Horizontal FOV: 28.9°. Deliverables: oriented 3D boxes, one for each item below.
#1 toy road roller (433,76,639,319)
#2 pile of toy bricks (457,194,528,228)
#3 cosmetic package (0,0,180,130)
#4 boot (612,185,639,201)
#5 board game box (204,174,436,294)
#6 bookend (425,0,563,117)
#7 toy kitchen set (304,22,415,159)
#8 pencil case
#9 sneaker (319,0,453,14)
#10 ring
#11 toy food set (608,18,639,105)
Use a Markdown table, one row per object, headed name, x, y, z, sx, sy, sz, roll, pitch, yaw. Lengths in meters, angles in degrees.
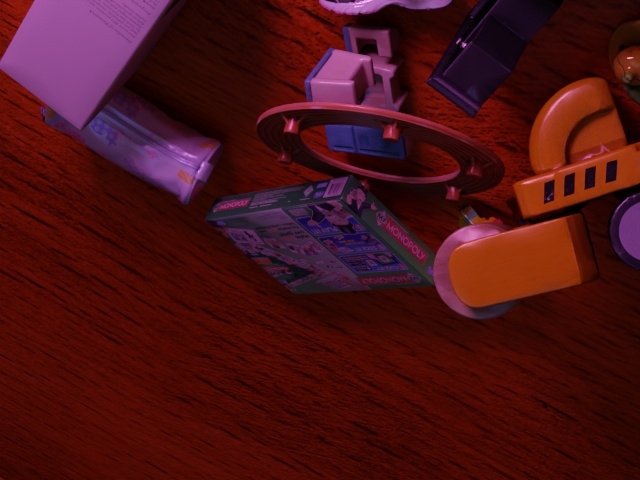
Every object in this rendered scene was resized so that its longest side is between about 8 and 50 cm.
| name | x | y | z | sx | sy | sz | roll | pitch | yaw |
| --- | --- | --- | --- | --- | --- | --- | --- | --- | --- |
| toy road roller | 0.286 | -0.056 | 1.510 | 0.329 | 0.202 | 0.240 | -17 | 88 | 13 |
| pile of toy bricks | 0.228 | -0.006 | 1.750 | 0.105 | 0.118 | 0.212 | 50 | 162 | 22 |
| cosmetic package | -0.266 | -0.334 | 1.644 | 0.155 | 0.197 | 0.365 | 38 | 141 | -8 |
| boot | 0.435 | -0.082 | 1.577 | 0.106 | 0.037 | 0.114 | 22 | 143 | -8 |
| board game box | 0.000 | 0.000 | 1.846 | 0.317 | 0.046 | 0.213 | -6 | 141 | 48 |
| bookend | 0.216 | -0.252 | 1.455 | 0.072 | 0.157 | 0.156 | 36 | 140 | -5 |
| toy kitchen set | 0.031 | -0.170 | 1.642 | 0.122 | 0.166 | 0.207 | 9 | 134 | 24 |
| pencil case | -0.282 | -0.165 | 1.881 | 0.273 | 0.113 | 0.124 | 31 | 161 | 0 |
| sneaker | 0.081 | -0.330 | 1.542 | 0.178 | 0.072 | 0.077 | 0 | 118 | 21 |
| ring | 0.076 | -0.108 | 1.646 | 0.337 | 0.032 | 0.336 | 12 | 169 | 2 |
| toy food set | 0.435 | -0.180 | 1.455 | 0.218 | 0.071 | 0.128 | 27 | 139 | 5 |
